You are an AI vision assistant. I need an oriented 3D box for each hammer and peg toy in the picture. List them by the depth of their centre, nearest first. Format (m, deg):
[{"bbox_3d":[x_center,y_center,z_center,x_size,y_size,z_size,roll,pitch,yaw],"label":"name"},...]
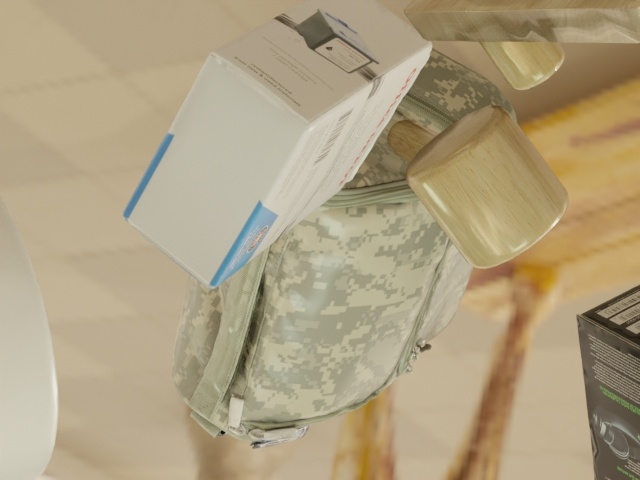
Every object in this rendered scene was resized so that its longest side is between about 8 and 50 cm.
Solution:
[{"bbox_3d":[0.144,-0.156,0.993,0.127,0.361,0.266,52,167,-19],"label":"hammer and peg toy"}]

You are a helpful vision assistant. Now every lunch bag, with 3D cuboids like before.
[{"bbox_3d":[0.000,0.000,1.627,0.212,0.256,0.305,33,130,19],"label":"lunch bag"}]

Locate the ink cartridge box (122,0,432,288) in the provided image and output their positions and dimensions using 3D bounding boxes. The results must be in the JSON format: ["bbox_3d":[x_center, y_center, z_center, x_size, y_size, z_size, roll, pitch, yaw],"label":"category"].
[{"bbox_3d":[-0.024,-0.072,1.242,0.082,0.191,0.139,37,122,8],"label":"ink cartridge box"}]

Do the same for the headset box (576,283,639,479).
[{"bbox_3d":[0.369,0.160,1.708,0.131,0.246,0.283,31,137,51],"label":"headset box"}]

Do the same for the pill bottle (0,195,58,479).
[{"bbox_3d":[-0.316,0.078,0.867,0.361,0.204,0.204,-15,169,-30],"label":"pill bottle"}]
